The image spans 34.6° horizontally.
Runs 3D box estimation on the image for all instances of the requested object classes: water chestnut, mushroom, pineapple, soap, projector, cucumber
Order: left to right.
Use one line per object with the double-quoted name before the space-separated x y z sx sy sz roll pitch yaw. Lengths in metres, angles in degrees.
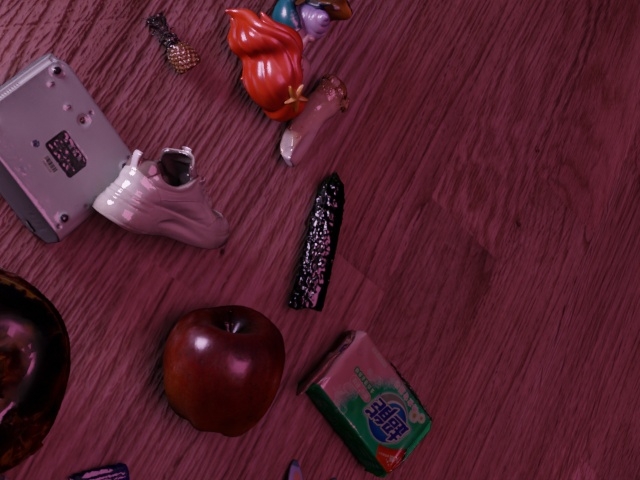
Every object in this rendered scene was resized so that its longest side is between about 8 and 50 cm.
"water chestnut" -0.517 0.193 1.498 0.350 0.302 0.351 3 84 -32
"projector" -0.443 -0.152 1.689 0.198 0.108 0.250 -45 113 -30
"pineapple" -0.270 -0.364 1.867 0.058 0.058 0.124 -42 105 -30
"mushroom" -0.017 -0.235 2.039 0.209 0.071 0.084 -54 150 -22
"cucumber" 0.000 -0.001 2.037 0.072 0.072 0.300 21 75 -34
"soap" 0.088 0.328 2.070 0.218 0.098 0.273 -44 111 -23

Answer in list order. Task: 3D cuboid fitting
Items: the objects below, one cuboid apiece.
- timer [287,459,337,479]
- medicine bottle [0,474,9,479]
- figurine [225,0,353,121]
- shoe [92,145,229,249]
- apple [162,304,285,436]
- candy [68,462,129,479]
"timer" -0.007 0.563 1.949 0.175 0.175 0.256 34 68 -31
"medicine bottle" -0.485 0.433 1.651 0.118 0.074 0.055 51 62 -24
"figurine" -0.074 -0.376 1.949 0.257 0.180 0.208 -64 161 -18
"shoe" -0.245 -0.084 1.759 0.316 0.124 0.159 7 110 -61
"apple" -0.173 0.226 1.815 0.234 0.234 0.234 2 87 -37
"candy" -0.366 0.524 1.737 0.145 0.070 0.275 -10 86 -33
